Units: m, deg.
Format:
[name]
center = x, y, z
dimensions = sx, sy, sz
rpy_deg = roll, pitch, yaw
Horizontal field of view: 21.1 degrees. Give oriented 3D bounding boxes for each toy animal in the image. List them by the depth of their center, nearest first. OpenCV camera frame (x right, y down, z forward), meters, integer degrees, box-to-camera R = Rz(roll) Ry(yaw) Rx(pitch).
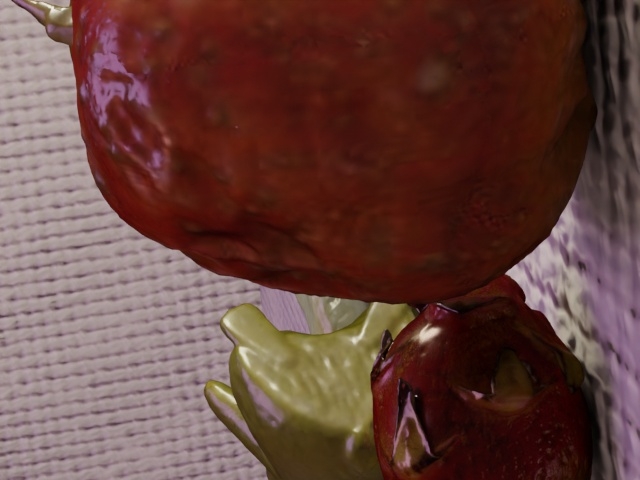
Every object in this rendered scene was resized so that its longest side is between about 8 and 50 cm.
[toy animal]
center = 0.004, 0.166, 1.506
dimensions = 0.363, 0.181, 0.180
rpy_deg = 103, 146, -66

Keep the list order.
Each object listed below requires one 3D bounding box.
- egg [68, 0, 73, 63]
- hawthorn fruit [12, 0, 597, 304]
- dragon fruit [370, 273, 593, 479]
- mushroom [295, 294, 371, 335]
[egg]
center = -0.152, -0.252, 2.011
dimensions = 0.351, 0.283, 0.282
rpy_deg = -87, -7, -64
[hawthorn fruit]
center = 0.008, -0.086, 0.813
dimensions = 0.258, 0.262, 0.258
rpy_deg = 168, 90, -69
[dragon fruit]
center = 0.104, 0.137, 0.931
dimensions = 0.246, 0.125, 0.125
rpy_deg = 67, 162, -9
[mushroom]
center = -0.001, 0.001, 1.819
dimensions = 0.107, 0.087, 0.333
rpy_deg = 121, 140, -62
